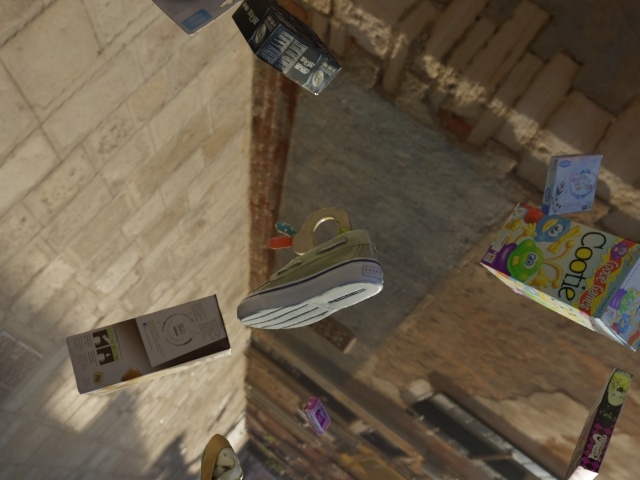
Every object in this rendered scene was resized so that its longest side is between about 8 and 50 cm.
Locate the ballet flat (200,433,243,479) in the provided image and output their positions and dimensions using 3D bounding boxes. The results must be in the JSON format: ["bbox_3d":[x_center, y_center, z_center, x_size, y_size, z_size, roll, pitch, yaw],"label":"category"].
[{"bbox_3d":[-0.163,0.409,1.069,0.073,0.080,0.232,-25,-154,18],"label":"ballet flat"}]

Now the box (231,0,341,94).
[{"bbox_3d":[-0.067,-0.389,1.271,0.077,0.147,0.180,-45,141,21],"label":"box"}]

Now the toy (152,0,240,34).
[{"bbox_3d":[-0.184,-0.373,0.824,0.137,0.237,0.056,-39,153,-13],"label":"toy"}]

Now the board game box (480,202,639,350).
[{"bbox_3d":[0.453,0.056,1.159,0.144,0.142,0.275,-57,-145,-1],"label":"board game box"}]

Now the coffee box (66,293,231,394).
[{"bbox_3d":[-0.283,0.181,1.103,0.247,0.098,0.141,-16,169,-11],"label":"coffee box"}]

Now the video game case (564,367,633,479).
[{"bbox_3d":[0.555,0.390,1.303,0.210,0.042,0.232,-57,155,-22],"label":"video game case"}]

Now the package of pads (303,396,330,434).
[{"bbox_3d":[-0.008,0.424,1.563,0.032,0.083,0.050,-10,-152,30],"label":"package of pads"}]

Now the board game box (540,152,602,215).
[{"bbox_3d":[0.384,-0.087,0.988,0.090,0.020,0.090,-7,114,-24],"label":"board game box"}]

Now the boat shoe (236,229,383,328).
[{"bbox_3d":[-0.020,0.071,1.053,0.302,0.109,0.094,-22,-124,37],"label":"boat shoe"}]

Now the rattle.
[{"bbox_3d":[0.000,0.000,1.524,0.200,0.130,0.143,-18,170,25],"label":"rattle"}]
